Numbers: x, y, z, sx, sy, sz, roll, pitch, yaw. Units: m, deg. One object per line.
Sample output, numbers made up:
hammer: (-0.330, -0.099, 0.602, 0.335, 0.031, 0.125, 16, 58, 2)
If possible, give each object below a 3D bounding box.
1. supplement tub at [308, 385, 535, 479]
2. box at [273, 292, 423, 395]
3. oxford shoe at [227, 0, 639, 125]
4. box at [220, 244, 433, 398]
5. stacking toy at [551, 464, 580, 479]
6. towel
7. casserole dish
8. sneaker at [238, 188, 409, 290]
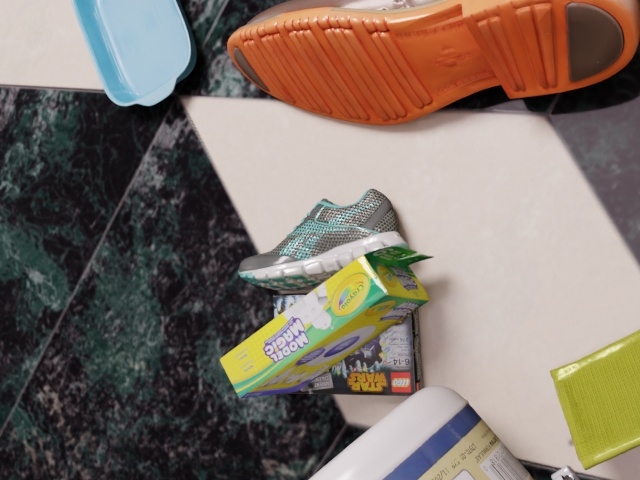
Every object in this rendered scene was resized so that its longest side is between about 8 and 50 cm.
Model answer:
supplement tub: (0.111, 0.293, 0.597, 0.228, 0.228, 0.316, -46, 74, 17)
box: (0.024, 0.094, 0.742, 0.137, 0.027, 0.094, -4, 90, 23)
oxford shoe: (0.086, -0.190, 0.683, 0.363, 0.130, 0.133, 1, 58, 30)
box: (0.015, 0.067, 0.672, 0.179, 0.105, 0.043, -39, 69, 18)
stacking toy: (0.303, 0.224, 0.609, 0.167, 0.052, 0.221, -41, 76, 19)
towel: (0.287, 0.081, 0.593, 0.237, 0.102, 0.021, -33, 116, 21)
casserole dish: (-0.189, -0.224, 0.826, 0.114, 0.037, 0.188, -27, 79, 22)
sneaker: (0.000, 0.000, 0.742, 0.166, 0.065, 0.076, -14, 69, 20)
